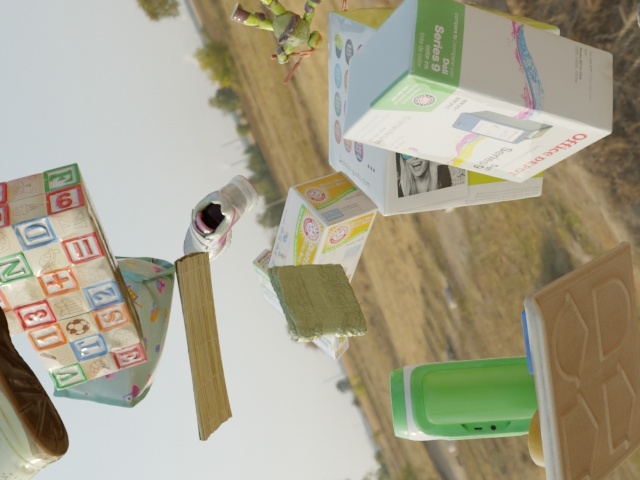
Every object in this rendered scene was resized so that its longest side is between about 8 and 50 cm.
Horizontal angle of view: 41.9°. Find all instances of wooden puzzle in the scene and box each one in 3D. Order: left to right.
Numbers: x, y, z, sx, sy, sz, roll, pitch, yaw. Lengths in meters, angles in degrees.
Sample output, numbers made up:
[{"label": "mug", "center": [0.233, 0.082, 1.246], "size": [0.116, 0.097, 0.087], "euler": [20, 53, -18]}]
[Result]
[{"label": "wooden puzzle", "center": [0.379, 0.193, 1.222], "size": [0.080, 0.348, 0.322], "euler": [0, 103, 40]}]

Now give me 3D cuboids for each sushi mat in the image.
[{"label": "sushi mat", "center": [-0.203, 0.178, 1.464], "size": [0.151, 0.019, 0.317], "euler": [-30, -66, -75]}]

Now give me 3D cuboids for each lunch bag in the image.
[{"label": "lunch bag", "center": [-0.329, 0.139, 1.398], "size": [0.262, 0.160, 0.223], "euler": [-37, -46, -85]}]

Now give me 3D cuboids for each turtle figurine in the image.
[{"label": "turtle figurine", "center": [-0.083, -0.462, 1.823], "size": [0.217, 0.269, 0.087], "euler": [26, -136, -17]}]

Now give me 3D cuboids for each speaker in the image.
[{"label": "speaker", "center": [0.267, 0.259, 1.380], "size": [0.131, 0.296, 0.131], "euler": [-5, -90, -84]}]

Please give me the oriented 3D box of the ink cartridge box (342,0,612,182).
[{"label": "ink cartridge box", "center": [0.148, -0.140, 0.806], "size": [0.154, 0.212, 0.093], "euler": [147, 131, -64]}]

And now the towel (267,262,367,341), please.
[{"label": "towel", "center": [-0.004, 0.079, 1.115], "size": [0.148, 0.110, 0.027], "euler": [-117, 30, -50]}]

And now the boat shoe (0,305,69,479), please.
[{"label": "boat shoe", "center": [-0.351, 0.112, 0.806], "size": [0.285, 0.089, 0.104], "euler": [51, -179, 23]}]

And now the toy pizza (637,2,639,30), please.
[{"label": "toy pizza", "center": [0.644, -0.353, 1.516], "size": [0.032, 0.201, 0.201], "euler": [-47, 57, 42]}]

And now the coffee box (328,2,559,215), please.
[{"label": "coffee box", "center": [0.222, -0.275, 1.647], "size": [0.337, 0.338, 0.334], "euler": [-130, 36, -61]}]

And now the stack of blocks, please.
[{"label": "stack of blocks", "center": [-0.343, 0.060, 1.063], "size": [0.297, 0.171, 0.087], "euler": [81, 169, -45]}]

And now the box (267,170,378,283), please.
[{"label": "box", "center": [0.000, 0.000, 1.404], "size": [0.103, 0.114, 0.203], "euler": [47, 139, 29]}]

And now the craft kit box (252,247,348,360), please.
[{"label": "craft kit box", "center": [-0.043, 0.156, 1.979], "size": [0.250, 0.061, 0.247], "euler": [39, 165, 18]}]

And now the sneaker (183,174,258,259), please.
[{"label": "sneaker", "center": [-0.243, -0.036, 1.814], "size": [0.103, 0.252, 0.111], "euler": [45, -144, 12]}]
